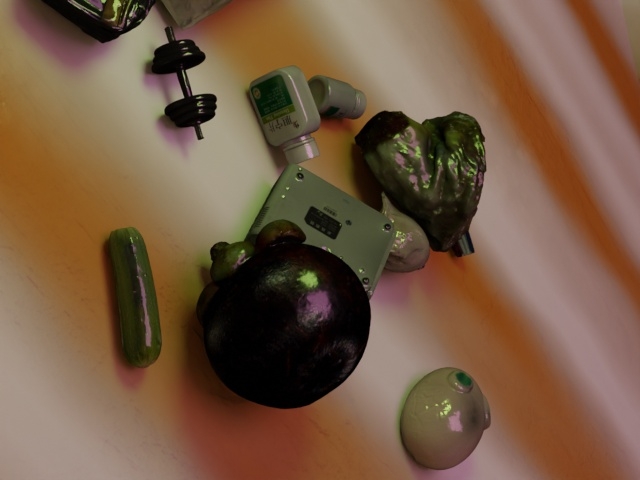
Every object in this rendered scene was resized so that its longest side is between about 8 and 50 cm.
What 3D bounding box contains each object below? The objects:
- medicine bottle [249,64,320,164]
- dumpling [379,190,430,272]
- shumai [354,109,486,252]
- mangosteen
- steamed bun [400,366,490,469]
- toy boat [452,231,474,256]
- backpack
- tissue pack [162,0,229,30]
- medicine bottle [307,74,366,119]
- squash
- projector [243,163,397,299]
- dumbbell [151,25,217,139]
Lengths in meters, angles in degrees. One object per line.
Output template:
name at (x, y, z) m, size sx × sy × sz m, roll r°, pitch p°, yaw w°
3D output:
medicine bottle at (-0.062, -0.240, 1.919) m, size 0.069 × 0.119 × 0.183 m, roll -28°, pitch 98°, yaw -50°
dumpling at (0.152, -0.016, 2.064) m, size 0.247 × 0.142 × 0.173 m, roll 36°, pitch 44°, yaw -70°
shumai at (0.192, -0.148, 2.126) m, size 0.263 × 0.304 × 0.309 m, roll 15°, pitch 20°, yaw -16°
mangosteen at (-0.066, 0.131, 1.661) m, size 0.300 × 0.300 × 0.300 m, roll 21°, pitch 60°, yaw -42°
steamed bun at (0.269, 0.362, 2.042) m, size 0.177 × 0.130 × 0.228 m, roll 55°, pitch 44°, yaw -16°
toy boat at (0.301, -0.071, 2.307) m, size 0.046 × 0.080 × 0.229 m, roll -20°, pitch 89°, yaw -16°
backpack at (-0.364, -0.461, 1.649) m, size 0.206 × 0.133 × 0.258 m, roll 33°, pitch 64°, yaw -27°
tissue pack at (-0.185, -0.610, 1.860) m, size 0.297 × 0.207 × 0.380 m, roll 59°, pitch 41°, yaw -11°
medicine bottle at (0.032, -0.298, 2.078) m, size 0.130 × 0.080 × 0.080 m, roll 9°, pitch 69°, yaw -47°
squash at (-0.295, 0.089, 1.568) m, size 0.066 × 0.066 × 0.229 m, roll 1°, pitch 73°, yaw -48°
projector at (0.000, 0.000, 1.838) m, size 0.250 × 0.108 × 0.198 m, roll 32°, pitch 50°, yaw -7°
dumbbell at (-0.241, -0.279, 1.748) m, size 0.099 × 0.099 × 0.209 m, roll -13°, pitch 86°, yaw -50°
